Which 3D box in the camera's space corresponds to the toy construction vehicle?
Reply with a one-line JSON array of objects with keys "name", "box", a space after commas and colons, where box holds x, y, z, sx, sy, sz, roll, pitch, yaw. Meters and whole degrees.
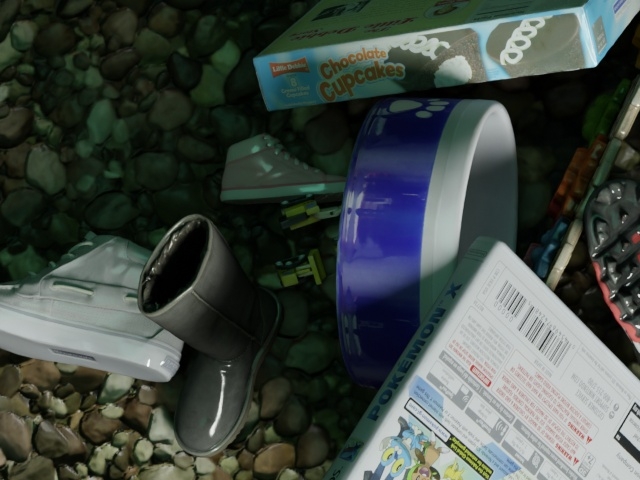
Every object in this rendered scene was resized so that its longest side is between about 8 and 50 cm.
[{"name": "toy construction vehicle", "box": [0.000, 0.000, 1.780, 0.098, 0.035, 0.086, -14, 113, 1]}]

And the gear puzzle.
[{"name": "gear puzzle", "box": [0.246, -0.091, 1.696, 0.044, 0.175, 0.339, 26, 82, 4]}]

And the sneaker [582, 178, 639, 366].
[{"name": "sneaker", "box": [0.302, 0.065, 1.620, 0.098, 0.135, 0.276, -35, 101, -3]}]

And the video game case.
[{"name": "video game case", "box": [0.155, 0.208, 1.563, 0.036, 0.329, 0.300, 14, 66, 53]}]

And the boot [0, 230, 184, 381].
[{"name": "boot", "box": [-0.246, 0.050, 1.822, 0.258, 0.095, 0.123, 13, 71, 8]}]

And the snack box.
[{"name": "snack box", "box": [0.120, -0.195, 1.710, 0.322, 0.187, 0.060, -5, 114, 29]}]

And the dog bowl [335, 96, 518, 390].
[{"name": "dog bowl", "box": [0.098, 0.006, 1.656, 0.104, 0.265, 0.265, 5, 76, 17]}]

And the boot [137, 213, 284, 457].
[{"name": "boot", "box": [-0.110, 0.091, 1.708, 0.076, 0.208, 0.189, 17, 79, 17]}]

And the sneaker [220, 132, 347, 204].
[{"name": "sneaker", "box": [-0.032, -0.071, 1.818, 0.134, 0.051, 0.070, -1, 80, 17]}]
